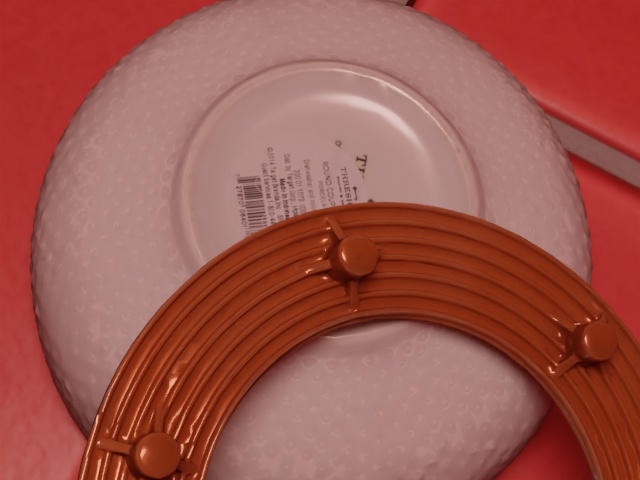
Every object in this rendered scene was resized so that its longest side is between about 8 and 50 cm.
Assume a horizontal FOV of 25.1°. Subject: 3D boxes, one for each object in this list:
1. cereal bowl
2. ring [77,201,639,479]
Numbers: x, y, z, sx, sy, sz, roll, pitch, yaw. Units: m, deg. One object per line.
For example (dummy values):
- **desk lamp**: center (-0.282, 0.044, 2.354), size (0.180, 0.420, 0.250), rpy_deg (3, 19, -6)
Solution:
- **cereal bowl**: center (0.000, 0.000, 0.820), size (0.339, 0.141, 0.338), rpy_deg (2, 72, -6)
- **ring**: center (0.048, 0.144, 0.695), size (0.337, 0.032, 0.336), rpy_deg (5, 77, -20)
